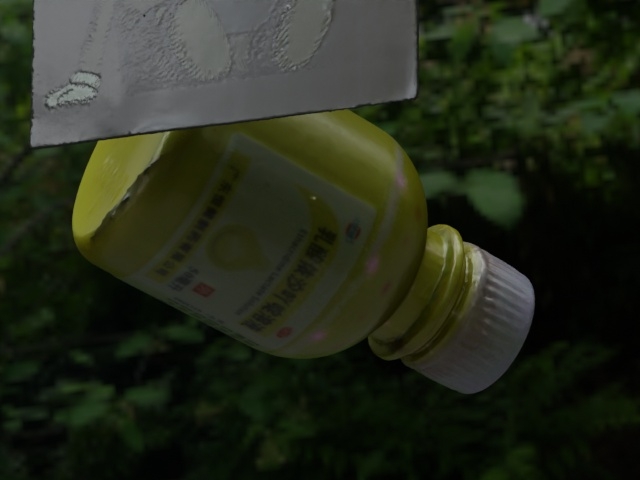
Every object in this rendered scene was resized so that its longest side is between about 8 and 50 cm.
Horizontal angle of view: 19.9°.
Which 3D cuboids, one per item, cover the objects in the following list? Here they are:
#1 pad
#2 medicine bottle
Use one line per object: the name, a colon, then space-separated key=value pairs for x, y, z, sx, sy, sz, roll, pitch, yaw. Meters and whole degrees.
pad: x=-0.043 y=-0.107 z=0.719 sx=0.190 sy=0.127 sz=0.004 roll=-5 pitch=-9 yaw=32
medicine bottle: x=0.000 y=0.000 z=0.867 sx=0.212 sy=0.122 sz=0.122 roll=29 pitch=-9 yaw=-21
